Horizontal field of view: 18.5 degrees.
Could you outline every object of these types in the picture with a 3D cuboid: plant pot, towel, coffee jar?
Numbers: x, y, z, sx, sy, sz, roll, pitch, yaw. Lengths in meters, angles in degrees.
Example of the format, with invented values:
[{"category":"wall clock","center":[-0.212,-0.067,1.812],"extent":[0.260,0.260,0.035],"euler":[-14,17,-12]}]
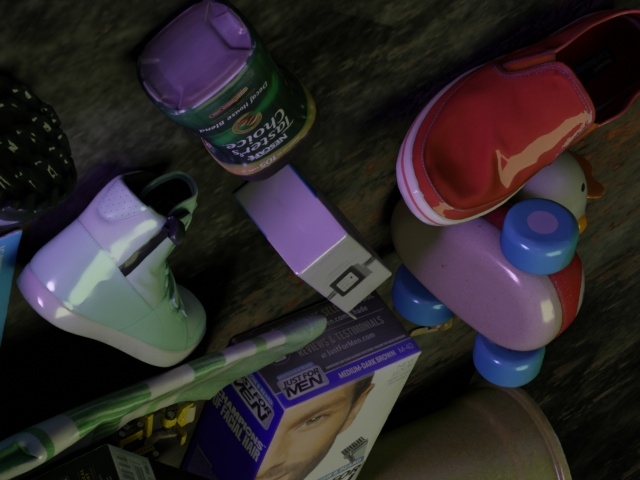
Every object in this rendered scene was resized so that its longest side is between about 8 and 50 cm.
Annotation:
[{"category":"plant pot","center":[0.133,0.327,2.424],"extent":[0.254,0.276,0.276],"euler":[-10,146,-26]},{"category":"towel","center":[-0.178,0.159,1.810],"extent":[0.324,0.038,0.248],"euler":[-20,174,-36]},{"category":"coffee jar","center":[-0.067,-0.113,1.539],"extent":[0.096,0.079,0.184],"euler":[-40,157,4]}]

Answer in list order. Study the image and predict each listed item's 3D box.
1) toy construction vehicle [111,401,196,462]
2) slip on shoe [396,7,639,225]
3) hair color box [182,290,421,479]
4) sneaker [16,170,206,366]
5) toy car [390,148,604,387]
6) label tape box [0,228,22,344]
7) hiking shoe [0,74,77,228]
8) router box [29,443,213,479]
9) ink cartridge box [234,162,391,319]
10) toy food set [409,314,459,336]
[{"category":"toy construction vehicle","center":[-0.175,0.197,2.002],"extent":[0.098,0.035,0.086],"euler":[-26,143,-31]},{"category":"slip on shoe","center":[0.203,-0.125,1.825],"extent":[0.331,0.123,0.101],"euler":[-33,-174,-25]},{"category":"hair color box","center":[-0.035,0.211,2.127],"extent":[0.185,0.110,0.339],"euler":[-21,149,-32]},{"category":"sneaker","center":[-0.132,0.020,1.667],"extent":[0.151,0.094,0.256],"euler":[-46,156,10]},{"category":"toy car","center":[0.213,-0.020,1.976],"extent":[0.238,0.210,0.219],"euler":[-38,153,-31]},{"category":"label tape box","center":[-0.368,0.152,1.553],"extent":[0.333,0.106,0.241],"euler":[-23,153,-30]},{"category":"hiking shoe","center":[-0.297,-0.046,1.344],"extent":[0.132,0.113,0.304],"euler":[-17,177,34]},{"category":"router box","center":[-0.242,0.305,1.952],"extent":[0.243,0.081,0.309],"euler":[-26,160,11]},{"category":"ink cartridge box","center":[0.000,0.000,1.803],"extent":[0.060,0.104,0.180],"euler":[-41,157,4]},{"category":"toy food set","center":[0.154,0.072,2.249],"extent":[0.078,0.019,0.122],"euler":[-9,143,-48]}]
